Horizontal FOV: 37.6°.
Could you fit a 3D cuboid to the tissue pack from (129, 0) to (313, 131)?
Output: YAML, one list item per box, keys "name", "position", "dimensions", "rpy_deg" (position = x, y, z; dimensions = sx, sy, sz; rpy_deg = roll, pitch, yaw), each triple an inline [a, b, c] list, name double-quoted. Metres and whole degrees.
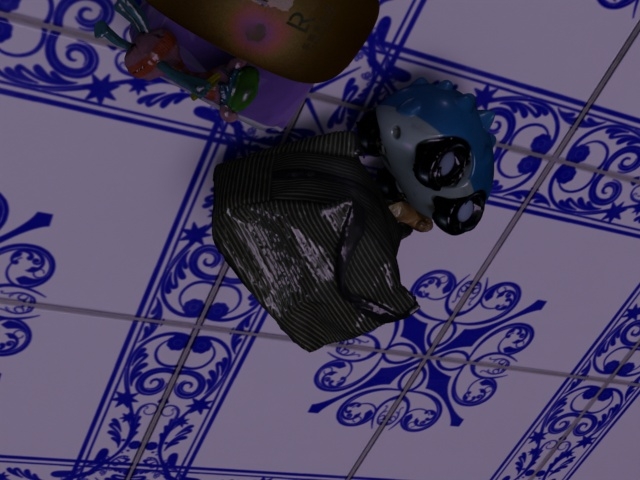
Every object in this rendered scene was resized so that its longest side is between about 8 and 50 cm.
- name: "tissue pack"
  position: [-0.074, -0.335, 1.239]
  dimensions: [0.242, 0.160, 0.338]
  rpy_deg: [21, 119, -27]

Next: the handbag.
- name: "handbag"
  position: [0.000, 0.000, 1.465]
  dimensions: [0.240, 0.247, 0.340]
  rpy_deg: [-20, 130, 16]

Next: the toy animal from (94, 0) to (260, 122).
- name: "toy animal"
  position: [-0.173, -0.219, 1.149]
  dimensions: [0.208, 0.103, 0.100]
  rpy_deg: [34, 107, -19]

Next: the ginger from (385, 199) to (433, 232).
- name: "ginger"
  position: [0.149, -0.046, 1.630]
  dimensions: [0.137, 0.044, 0.057]
  rpy_deg: [26, 161, -32]

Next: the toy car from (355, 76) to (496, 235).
- name: "toy car"
  position: [0.188, -0.144, 1.483]
  dimensions: [0.190, 0.188, 0.255]
  rpy_deg: [-45, 138, -16]

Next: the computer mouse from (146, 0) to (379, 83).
- name: "computer mouse"
  position: [-0.074, -0.298, 1.124]
  dimensions: [0.310, 0.072, 0.158]
  rpy_deg: [24, 116, -25]
